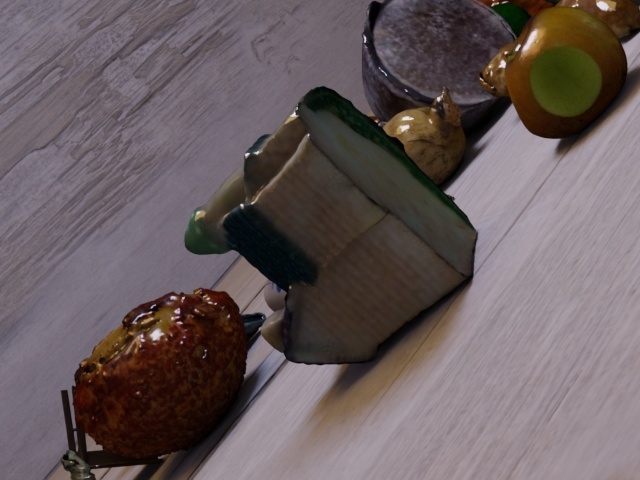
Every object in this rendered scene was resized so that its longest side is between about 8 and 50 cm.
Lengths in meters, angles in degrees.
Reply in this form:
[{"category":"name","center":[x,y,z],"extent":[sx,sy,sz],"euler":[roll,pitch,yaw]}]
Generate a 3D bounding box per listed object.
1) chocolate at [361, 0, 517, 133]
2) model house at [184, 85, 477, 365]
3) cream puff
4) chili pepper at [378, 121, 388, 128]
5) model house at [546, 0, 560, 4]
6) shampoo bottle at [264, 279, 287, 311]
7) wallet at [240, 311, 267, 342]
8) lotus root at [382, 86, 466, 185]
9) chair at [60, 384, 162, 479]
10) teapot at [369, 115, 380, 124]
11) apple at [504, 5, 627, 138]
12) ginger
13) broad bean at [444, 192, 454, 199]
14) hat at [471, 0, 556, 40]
[{"category":"chocolate","center":[0.207,-0.307,2.080],"extent":[0.303,0.303,0.213],"euler":[-51,-12,-33]},{"category":"model house","center":[0.000,0.001,1.407],"extent":[0.284,0.298,0.243],"euler":[-45,7,18]},{"category":"cream puff","center":[-0.259,0.239,1.880],"extent":[0.350,0.228,0.350],"euler":[-38,-17,-14]},{"category":"chili pepper","center":[0.151,-0.163,2.023],"extent":[0.041,0.153,0.050],"euler":[-22,28,45]},{"category":"model house","center":[0.495,-0.571,1.782],"extent":[0.382,0.335,0.342],"euler":[-53,-2,-9]},{"category":"shampoo bottle","center":[-0.039,0.088,1.989],"extent":[0.092,0.092,0.303],"euler":[-49,8,-15]},{"category":"wallet","center":[-0.292,0.253,2.273],"extent":[0.342,0.075,0.237],"euler":[-44,-24,27]},{"category":"lotus root","center":[0.166,-0.149,1.921],"extent":[0.154,0.140,0.257],"euler":[-10,-23,-41]},{"category":"chair","center":[-0.399,0.432,2.064],"extent":[0.186,0.319,0.160],"euler":[-1,-10,-22]},{"category":"teapot","center":[0.152,-0.272,2.855],"extent":[0.116,0.116,0.173],"euler":[-51,-18,-33]},{"category":"apple","center":[0.313,-0.224,1.436],"extent":[0.163,0.147,0.146],"euler":[-46,6,20]},{"category":"ginger","center":[0.385,-0.319,1.731],"extent":[0.133,0.107,0.309],"euler":[-34,1,-42]},{"category":"broad bean","center":[0.125,-0.051,1.879],"extent":[0.325,0.067,0.075],"euler":[137,137,-61]},{"category":"hat","center":[0.392,-0.504,2.269],"extent":[0.400,0.285,0.285],"euler":[-65,13,-18]}]
